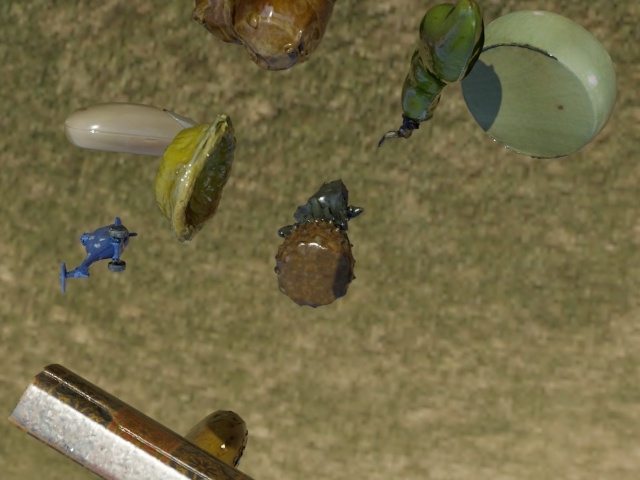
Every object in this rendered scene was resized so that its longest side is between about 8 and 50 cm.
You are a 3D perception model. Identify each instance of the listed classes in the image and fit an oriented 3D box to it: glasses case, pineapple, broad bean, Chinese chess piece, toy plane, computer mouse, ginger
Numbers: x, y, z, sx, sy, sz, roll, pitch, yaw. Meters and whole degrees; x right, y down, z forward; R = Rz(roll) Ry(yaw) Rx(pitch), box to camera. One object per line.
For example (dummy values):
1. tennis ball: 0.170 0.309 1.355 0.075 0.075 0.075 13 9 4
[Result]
1. glasses case: -0.117 0.165 0.982 0.218 0.049 0.075 29 177 6
2. pineapple: 0.000 0.000 1.789 0.119 0.237 0.111 -12 112 7
3. broad bean: 0.126 -0.187 1.446 0.067 0.075 0.325 14 161 -2
4. Chinese chess piece: 0.261 -0.187 1.598 0.188 0.083 0.188 24 144 19
5. toy plane: -0.261 0.014 1.552 0.062 0.167 0.054 7 111 7
6. computer mouse: -0.299 -0.183 2.187 0.237 0.082 0.145 4 -173 -20
7. ginger: -0.071 -0.409 2.011 0.152 0.274 0.357 41 179 -41

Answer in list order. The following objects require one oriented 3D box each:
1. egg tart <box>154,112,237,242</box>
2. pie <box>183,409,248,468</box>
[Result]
1. egg tart: -0.097 -0.051 1.016 0.039 0.105 0.105 21 156 9
2. pie: -0.175 0.286 1.482 0.069 0.273 0.273 46 150 1
